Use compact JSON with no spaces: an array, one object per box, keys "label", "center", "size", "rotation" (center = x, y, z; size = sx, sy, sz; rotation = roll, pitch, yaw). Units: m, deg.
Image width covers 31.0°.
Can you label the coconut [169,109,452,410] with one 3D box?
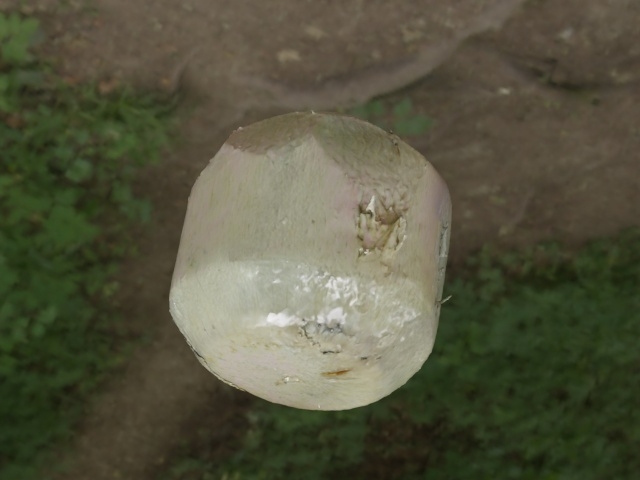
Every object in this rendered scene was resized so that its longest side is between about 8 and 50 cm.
[{"label":"coconut","center":[0.000,0.000,0.682],"size":[0.171,0.183,0.171],"rotation":[8,151,5]}]
